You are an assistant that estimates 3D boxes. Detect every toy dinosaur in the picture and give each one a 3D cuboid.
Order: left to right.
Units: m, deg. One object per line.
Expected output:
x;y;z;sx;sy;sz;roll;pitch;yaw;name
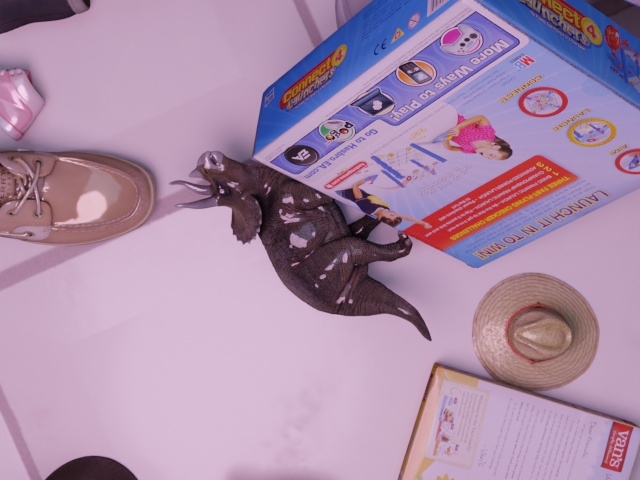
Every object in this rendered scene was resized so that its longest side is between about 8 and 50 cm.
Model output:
0.000;0.000;1.182;0.160;0.121;0.313;-41;94;12;toy dinosaur

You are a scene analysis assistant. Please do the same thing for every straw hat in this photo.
0.243;0.104;1.185;0.144;0.061;0.144;0;90;1;straw hat

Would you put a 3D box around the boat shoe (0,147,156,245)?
-0.336;-0.051;1.182;0.302;0.098;0.109;4;89;1;boat shoe

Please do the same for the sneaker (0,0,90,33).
-0.347;-0.347;1.194;0.118;0.083;0.222;-17;90;1;sneaker

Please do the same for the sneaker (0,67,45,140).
-0.369;-0.181;1.210;0.134;0.051;0.070;43;89;-2;sneaker

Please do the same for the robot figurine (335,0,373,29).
0.135;-0.267;1.067;0.200;0.353;0.300;-30;80;-27;robot figurine

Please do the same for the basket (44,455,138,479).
-0.271;0.344;1.111;0.154;0.227;0.204;12;89;1;basket

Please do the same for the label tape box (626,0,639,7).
0.427;-0.251;1.051;0.333;0.241;0.106;20;118;-14;label tape box

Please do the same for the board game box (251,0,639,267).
0.146;-0.114;1.020;0.302;0.308;0.086;25;54;-29;board game box

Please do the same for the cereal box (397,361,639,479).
0.217;0.252;1.189;0.240;0.047;0.173;18;91;1;cereal box
